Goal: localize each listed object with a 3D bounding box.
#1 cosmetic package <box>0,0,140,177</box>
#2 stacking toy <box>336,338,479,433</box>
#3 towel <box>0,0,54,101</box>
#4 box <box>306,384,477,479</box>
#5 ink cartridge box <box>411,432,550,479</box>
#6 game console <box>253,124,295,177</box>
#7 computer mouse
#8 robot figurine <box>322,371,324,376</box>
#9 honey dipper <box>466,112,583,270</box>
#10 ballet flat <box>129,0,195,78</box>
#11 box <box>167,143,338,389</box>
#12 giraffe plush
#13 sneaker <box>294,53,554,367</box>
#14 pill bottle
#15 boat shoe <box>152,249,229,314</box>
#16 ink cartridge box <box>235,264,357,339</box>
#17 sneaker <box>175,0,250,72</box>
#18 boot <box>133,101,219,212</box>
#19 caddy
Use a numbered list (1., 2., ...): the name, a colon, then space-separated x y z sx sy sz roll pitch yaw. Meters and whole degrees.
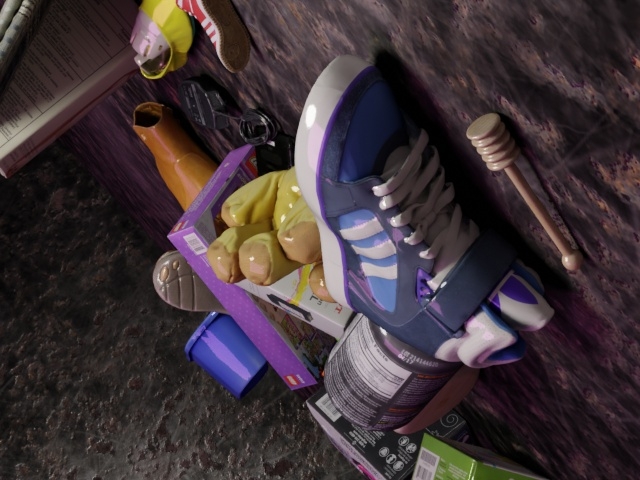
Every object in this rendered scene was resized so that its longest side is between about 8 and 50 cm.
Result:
1. cosmetic package: -0.385 -0.244 1.749 0.153 0.296 0.129 50 170 1
2. stacking toy: 0.060 0.089 1.627 0.330 0.141 0.141 51 171 23
3. towel: -0.373 -0.292 1.530 0.056 0.324 0.312 28 173 -12
4. box: 0.121 0.317 2.011 0.247 0.163 0.142 38 163 45
5. ink cartridge box: 0.283 0.372 1.796 0.255 0.097 0.189 16 178 -18
6. game console: -0.031 -0.096 1.608 0.122 0.071 0.107 27 126 61
7. computer mouse: -0.119 -0.176 1.640 0.242 0.041 0.071 27 137 51
8. robot figurine: 0.013 0.134 1.913 0.219 0.158 0.128 39 143 39
9. honey dipper: 0.170 -0.033 0.993 0.161 0.030 0.030 53 169 -25
10. ballet flat: -0.206 -0.257 1.572 0.077 0.077 0.231 49 169 3
11. box: -0.067 0.036 1.725 0.057 0.201 0.293 -19 117 38
12. giraffe plush: 0.000 0.000 1.392 0.181 0.210 0.170 -3 137 45
13. sneaker: 0.113 -0.011 1.125 0.236 0.130 0.323 23 145 26
14. pill bottle: 0.099 0.113 1.387 0.130 0.130 0.246 47 146 11
15. boat shoe: -0.120 0.077 2.052 0.324 0.123 0.116 19 -173 -14
16. ink cartridge box: -0.011 0.027 1.531 0.175 0.127 0.072 27 163 13
17. sneaker: -0.121 -0.245 1.373 0.067 0.042 0.118 32 153 44
18. boot: -0.217 -0.111 2.045 0.295 0.104 0.211 41 168 53
19. caddy: -0.139 0.151 2.275 0.179 0.241 0.341 44 168 6
